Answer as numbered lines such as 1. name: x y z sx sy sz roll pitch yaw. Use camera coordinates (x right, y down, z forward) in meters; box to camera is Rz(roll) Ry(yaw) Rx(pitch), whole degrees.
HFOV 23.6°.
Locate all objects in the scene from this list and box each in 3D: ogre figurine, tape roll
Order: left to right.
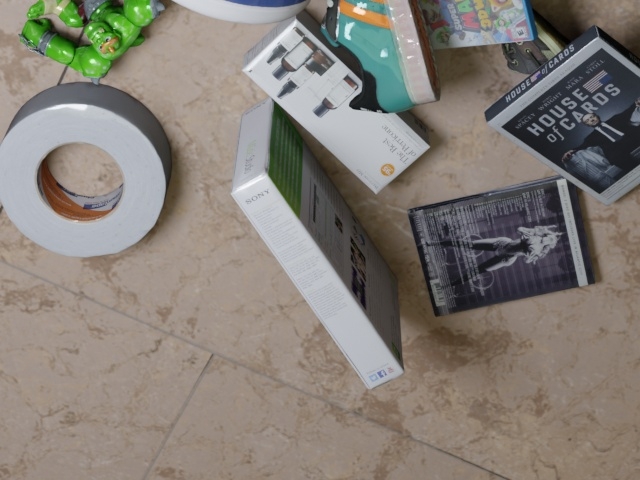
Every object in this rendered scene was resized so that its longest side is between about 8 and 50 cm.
1. tape roll: -0.302 -0.089 1.959 0.219 0.072 0.219 1 118 1
2. ogre figurine: -0.267 -0.276 1.848 0.197 0.097 0.118 -44 92 6

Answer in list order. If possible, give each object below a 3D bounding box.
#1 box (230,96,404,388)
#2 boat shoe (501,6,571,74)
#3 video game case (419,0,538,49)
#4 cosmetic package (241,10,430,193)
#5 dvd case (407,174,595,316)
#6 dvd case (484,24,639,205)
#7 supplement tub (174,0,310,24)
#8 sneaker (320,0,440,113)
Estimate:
1. box: 0.000 0.000 1.910 0.058 0.232 0.322 -27 114 14
2. boat shoe: 0.258 -0.231 1.863 0.223 0.080 0.073 37 108 -22
3. video game case: 0.170 -0.287 1.814 0.166 0.015 0.119 0 117 39
4. cosmetic package: 0.021 -0.173 1.911 0.239 0.060 0.099 41 113 -19
5. dvd case: 0.240 0.007 2.030 0.221 0.018 0.165 -12 117 9
6. dvd case: 0.345 -0.148 1.883 0.238 0.030 0.179 29 126 -34
7. supplement tub: -0.068 -0.421 1.666 0.228 0.228 0.316 18 124 -8
8. sneaker: 0.046 -0.293 1.797 0.121 0.108 0.302 -13 101 15
